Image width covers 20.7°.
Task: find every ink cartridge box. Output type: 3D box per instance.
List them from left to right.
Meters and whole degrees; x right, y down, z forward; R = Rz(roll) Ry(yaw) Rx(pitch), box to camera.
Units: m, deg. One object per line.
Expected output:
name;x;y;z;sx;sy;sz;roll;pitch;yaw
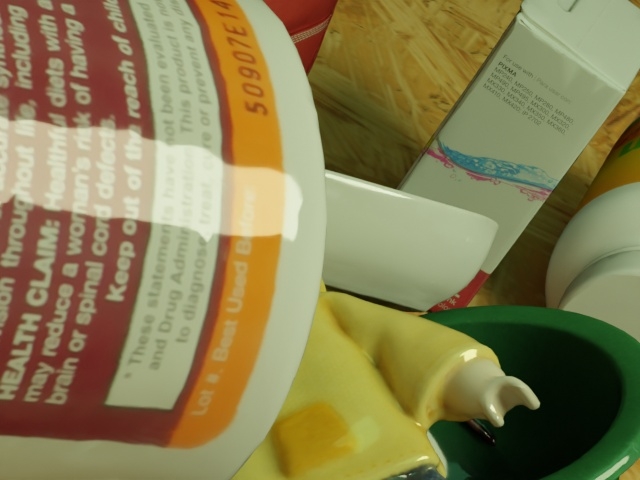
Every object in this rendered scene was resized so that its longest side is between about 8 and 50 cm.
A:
ink cartridge box;0.106;-0.058;0.983;0.072;0.175;0.127;36;31;3

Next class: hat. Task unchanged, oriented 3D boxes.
hat;0.096;0.150;0.832;0.209;0.183;0.173;3;33;28

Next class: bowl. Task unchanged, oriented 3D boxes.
bowl;0.000;0.000;0.875;0.142;0.053;0.142;17;-8;-28

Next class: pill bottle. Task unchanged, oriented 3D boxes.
pill bottle;-0.214;-0.022;0.583;0.392;0.224;0.224;10;38;-36
pill bottle;0.208;0.015;1.016;0.136;0.136;0.245;36;31;3

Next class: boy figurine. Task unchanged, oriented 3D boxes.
boy figurine;-0.002;0.080;0.714;0.092;0.177;0.285;67;1;-50

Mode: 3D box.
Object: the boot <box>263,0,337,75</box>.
boot;-0.068;-0.141;0.935;0.244;0.176;0.088;-13;56;-49
